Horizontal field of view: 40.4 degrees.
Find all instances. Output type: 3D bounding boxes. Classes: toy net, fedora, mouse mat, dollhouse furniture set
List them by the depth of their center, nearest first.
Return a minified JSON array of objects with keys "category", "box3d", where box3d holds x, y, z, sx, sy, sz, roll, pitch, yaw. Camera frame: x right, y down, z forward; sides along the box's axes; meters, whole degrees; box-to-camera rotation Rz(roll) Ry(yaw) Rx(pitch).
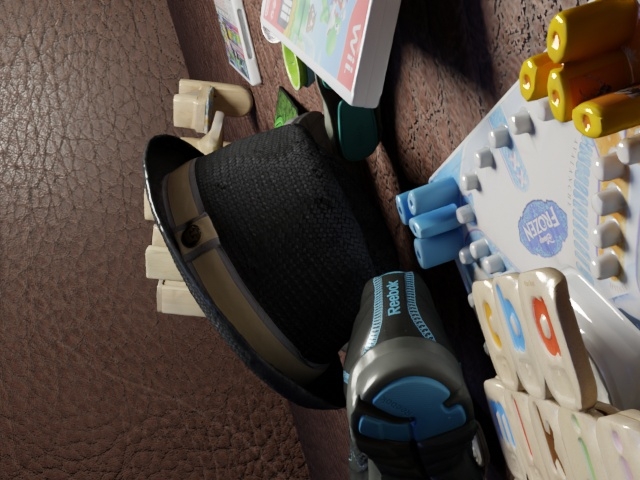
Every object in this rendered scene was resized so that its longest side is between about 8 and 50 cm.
[{"category":"fedora","box3d":[-0.025,-0.005,0.856,0.334,0.152,0.334,52,-168,-15]},{"category":"toy net","box3d":[-0.044,-0.272,1.101,0.232,0.045,0.122,-127,21,-63]},{"category":"mouse mat","box3d":[-0.058,-0.145,1.325,0.190,0.007,0.153,-116,31,-67]},{"category":"dollhouse furniture set","box3d":[-0.171,-0.043,1.653,0.362,0.256,0.394,-87,4,-51]}]

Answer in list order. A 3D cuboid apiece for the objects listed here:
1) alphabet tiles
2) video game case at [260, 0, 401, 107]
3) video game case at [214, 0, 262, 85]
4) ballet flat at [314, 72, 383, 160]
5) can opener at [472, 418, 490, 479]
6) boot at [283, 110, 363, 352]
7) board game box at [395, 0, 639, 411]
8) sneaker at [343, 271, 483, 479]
[{"category":"alphabet tiles","box3d":[0.147,0.150,0.475,0.284,0.021,0.278,106,147,-85]},{"category":"video game case","box3d":[0.008,-0.248,0.715,0.285,0.025,0.204,-125,42,-59]},{"category":"video game case","box3d":[-0.157,-0.391,1.580,0.201,0.023,0.184,-128,23,-61]},{"category":"ballet flat","box3d":[0.025,-0.163,0.844,0.213,0.072,0.068,86,167,-56]},{"category":"can opener","box3d":[0.094,0.177,0.971,0.283,0.095,0.076,-141,34,-60]},{"category":"boot","box3d":[-0.051,-0.004,1.123,0.222,0.118,0.338,11,122,42]},{"category":"board game box","box3d":[0.169,0.095,0.561,0.390,0.050,0.390,122,130,-76]},{"category":"sneaker","box3d":[0.084,0.175,0.772,0.140,0.125,0.341,-93,0,-46]}]
